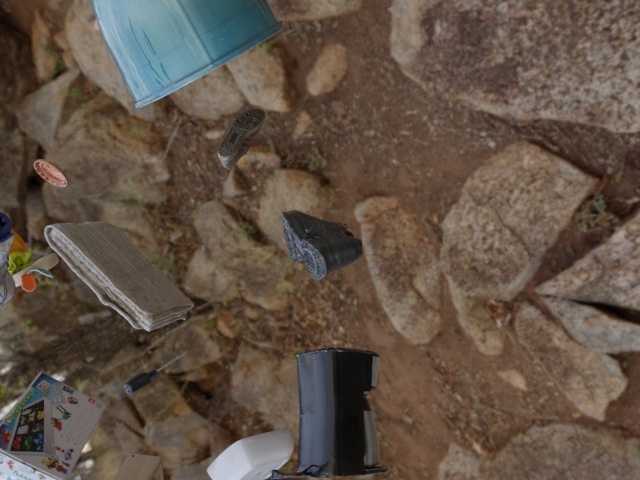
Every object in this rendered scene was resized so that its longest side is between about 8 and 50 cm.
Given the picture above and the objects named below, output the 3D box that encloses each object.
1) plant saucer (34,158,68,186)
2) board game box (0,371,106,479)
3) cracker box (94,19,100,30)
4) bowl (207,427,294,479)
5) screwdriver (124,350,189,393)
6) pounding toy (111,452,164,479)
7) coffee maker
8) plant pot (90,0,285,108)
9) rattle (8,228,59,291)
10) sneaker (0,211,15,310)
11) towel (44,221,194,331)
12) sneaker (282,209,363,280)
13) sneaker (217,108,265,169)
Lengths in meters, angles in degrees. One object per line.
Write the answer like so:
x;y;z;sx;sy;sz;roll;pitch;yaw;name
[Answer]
-0.610;-0.155;1.480;0.083;0.013;0.083;19;148;12;plant saucer
-0.652;0.451;1.556;0.193;0.053;0.305;31;-164;-10;board game box
-0.404;-0.552;1.459;0.232;0.156;0.067;130;150;-49;cracker box
-0.122;0.409;1.206;0.142;0.142;0.053;-50;56;32;bowl
-0.285;0.227;1.161;0.024;0.170;0.025;42;122;11;screwdriver
-0.377;0.517;1.275;0.130;0.100;0.141;-65;-21;-68;pounding toy
0.017;0.247;0.943;0.171;0.120;0.178;21;-118;-55;coffee maker
-0.233;-0.381;0.998;0.255;0.272;0.271;61;172;-21;plant pot
-0.641;0.032;1.397;0.200;0.130;0.142;-165;63;-75;rattle
-0.528;0.025;1.030;0.112;0.131;0.296;43;163;7;sneaker
-0.389;0.065;1.280;0.282;0.049;0.187;43;-167;11;towel
0.000;0.000;1.439;0.286;0.130;0.109;-135;33;-57;sneaker
-0.209;-0.269;1.723;0.066;0.188;0.071;29;154;16;sneaker
